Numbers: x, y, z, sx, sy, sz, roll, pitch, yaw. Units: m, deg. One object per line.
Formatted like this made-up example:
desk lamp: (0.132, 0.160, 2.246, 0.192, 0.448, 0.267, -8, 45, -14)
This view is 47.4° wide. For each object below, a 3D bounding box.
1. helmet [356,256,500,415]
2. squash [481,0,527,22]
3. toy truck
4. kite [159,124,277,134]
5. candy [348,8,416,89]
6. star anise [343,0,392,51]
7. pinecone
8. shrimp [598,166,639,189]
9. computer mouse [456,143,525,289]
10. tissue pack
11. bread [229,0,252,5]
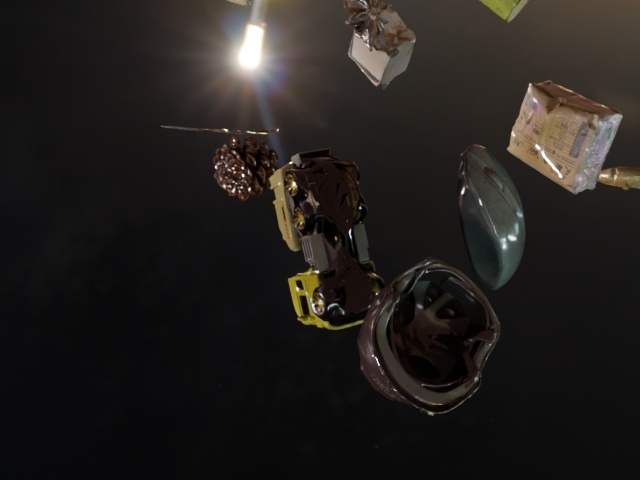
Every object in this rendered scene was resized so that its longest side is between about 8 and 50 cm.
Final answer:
helmet: (0.164, 0.182, 1.297, 0.225, 0.177, 0.305, 50, -125, -4)
squash: (0.385, -0.588, 1.662, 0.188, 0.095, 0.095, 42, -148, 11)
toy truck: (0.000, 0.000, 1.704, 0.181, 0.405, 0.254, -13, 180, -29)
kite: (-0.315, -0.340, 2.253, 0.360, 0.022, 0.204, 3, -173, 6)
candy: (0.195, -0.600, 2.277, 0.137, 0.195, 0.185, -33, -107, -20)
star anise: (0.117, -0.604, 1.940, 0.065, 0.195, 0.182, 1, 171, 42)
pinecone: (-0.222, -0.229, 2.249, 0.208, 0.207, 0.208, 11, -154, -6)
shrimp: (0.921, -0.168, 2.068, 0.267, 0.061, 0.145, 3, 171, 29)
computer mouse: (0.388, -0.045, 1.613, 0.114, 0.374, 0.203, 3, -133, 28)
tissue pack: (0.603, -0.266, 1.836, 0.123, 0.215, 0.256, -4, -148, -27)
bread: (-0.256, -0.857, 2.060, 0.245, 0.424, 0.329, -13, -108, -20)
